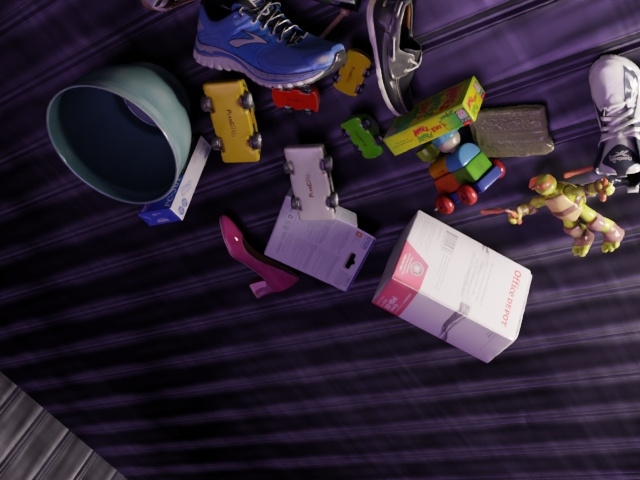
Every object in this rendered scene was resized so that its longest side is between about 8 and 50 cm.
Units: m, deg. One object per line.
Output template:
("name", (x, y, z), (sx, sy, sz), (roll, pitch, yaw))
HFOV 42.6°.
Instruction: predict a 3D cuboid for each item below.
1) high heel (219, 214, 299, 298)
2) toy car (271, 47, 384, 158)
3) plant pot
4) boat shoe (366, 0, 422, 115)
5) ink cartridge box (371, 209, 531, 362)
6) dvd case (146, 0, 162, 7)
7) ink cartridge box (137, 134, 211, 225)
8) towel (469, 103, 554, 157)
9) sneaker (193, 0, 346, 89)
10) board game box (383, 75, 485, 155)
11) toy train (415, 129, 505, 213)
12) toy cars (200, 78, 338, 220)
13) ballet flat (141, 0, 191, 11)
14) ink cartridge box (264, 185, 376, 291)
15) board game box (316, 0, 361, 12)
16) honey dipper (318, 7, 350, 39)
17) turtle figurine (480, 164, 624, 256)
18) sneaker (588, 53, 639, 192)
("high heel", (-0.150, 0.026, 1.986), (0.117, 0.082, 0.244), (-23, 109, 8))
("toy car", (0.050, -0.257, 1.597), (0.239, 0.053, 0.225), (-18, 123, 39))
("plant pot", (-0.389, -0.250, 1.713), (0.293, 0.196, 0.293), (14, 137, 14))
("boat shoe", (0.142, -0.323, 1.461), (0.079, 0.084, 0.233), (4, 131, 23))
("ink cartridge box", (0.279, 0.098, 1.726), (0.283, 0.207, 0.117), (29, 139, -2))
("dvd case", (-0.299, -0.556, 1.435), (0.179, 0.029, 0.238), (46, 130, 1))
("ink cartridge box", (-0.315, -0.132, 1.787), (0.097, 0.207, 0.046), (-7, 141, 33))
("towel", (0.351, -0.202, 1.522), (0.148, 0.027, 0.110), (-1, 131, 30))
("sneaker", (-0.103, -0.370, 1.480), (0.330, 0.130, 0.147), (19, 128, 27))
("board game box", (0.209, -0.229, 1.516), (0.181, 0.092, 0.043), (-21, 120, 40))
("toy train", (0.237, -0.134, 1.609), (0.143, 0.105, 0.248), (52, 158, -5))
("toy cars", (-0.094, -0.197, 1.708), (0.393, 0.087, 0.176), (37, 127, -18))
("ballet flat", (-0.273, -0.468, 1.532), (0.206, 0.067, 0.073), (-11, 128, 35))
("ink cartridge box", (0.000, 0.000, 1.887), (0.224, 0.045, 0.223), (26, 138, 0))
("board game box", (-0.062, -0.455, 1.409), (0.259, 0.136, 0.030), (18, 94, 9))
("honey dipper", (0.004, -0.378, 1.518), (0.030, 0.030, 0.160), (37, 133, -13))
("turtle figurine", (0.462, -0.060, 1.567), (0.269, 0.087, 0.217), (-24, 125, 42))
("sneaker", (0.503, -0.181, 1.372), (0.094, 0.153, 0.235), (-3, 131, 26))
